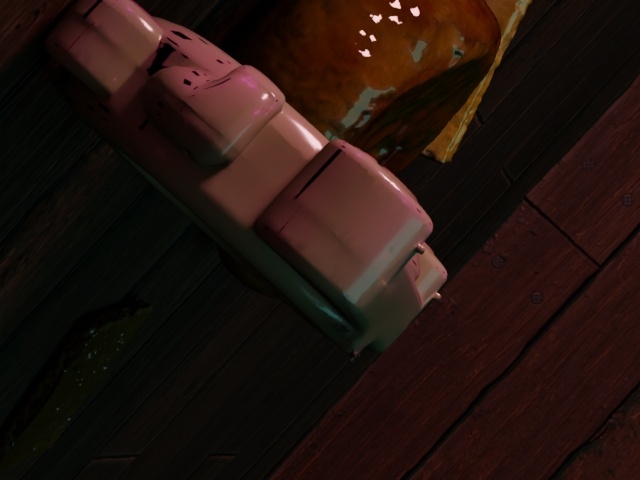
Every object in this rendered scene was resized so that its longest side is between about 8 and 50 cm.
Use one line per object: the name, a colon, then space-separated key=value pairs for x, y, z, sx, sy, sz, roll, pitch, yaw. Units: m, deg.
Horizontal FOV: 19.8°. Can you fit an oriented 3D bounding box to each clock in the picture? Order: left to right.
clock: x=-0.052 y=-0.051 z=1.349 sx=0.114 sy=0.309 sz=0.284 roll=-49 pitch=168 yaw=-2

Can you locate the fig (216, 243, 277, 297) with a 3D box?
fig: x=-0.010 y=-0.014 z=1.942 sx=0.160 sy=0.143 sz=0.231 roll=-35 pitch=-168 yaw=-28

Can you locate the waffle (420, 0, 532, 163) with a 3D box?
waffle: x=0.158 y=-0.211 z=1.925 sx=0.248 sy=0.055 sz=0.221 roll=-79 pitch=-165 yaw=-73

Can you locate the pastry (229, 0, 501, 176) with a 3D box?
pastry: x=0.016 y=-0.136 z=1.689 sx=0.356 sy=0.164 sz=0.356 roll=-41 pitch=171 yaw=-8

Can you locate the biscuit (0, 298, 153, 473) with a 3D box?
biscuit: x=-0.270 y=0.155 z=1.941 sx=0.231 sy=0.025 sz=0.131 roll=-52 pitch=168 yaw=23
